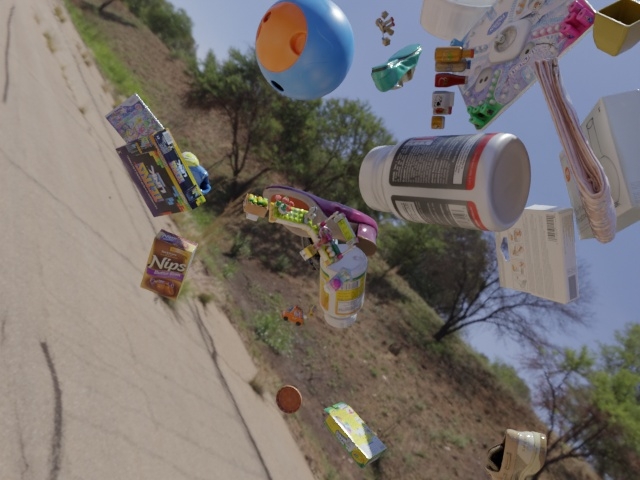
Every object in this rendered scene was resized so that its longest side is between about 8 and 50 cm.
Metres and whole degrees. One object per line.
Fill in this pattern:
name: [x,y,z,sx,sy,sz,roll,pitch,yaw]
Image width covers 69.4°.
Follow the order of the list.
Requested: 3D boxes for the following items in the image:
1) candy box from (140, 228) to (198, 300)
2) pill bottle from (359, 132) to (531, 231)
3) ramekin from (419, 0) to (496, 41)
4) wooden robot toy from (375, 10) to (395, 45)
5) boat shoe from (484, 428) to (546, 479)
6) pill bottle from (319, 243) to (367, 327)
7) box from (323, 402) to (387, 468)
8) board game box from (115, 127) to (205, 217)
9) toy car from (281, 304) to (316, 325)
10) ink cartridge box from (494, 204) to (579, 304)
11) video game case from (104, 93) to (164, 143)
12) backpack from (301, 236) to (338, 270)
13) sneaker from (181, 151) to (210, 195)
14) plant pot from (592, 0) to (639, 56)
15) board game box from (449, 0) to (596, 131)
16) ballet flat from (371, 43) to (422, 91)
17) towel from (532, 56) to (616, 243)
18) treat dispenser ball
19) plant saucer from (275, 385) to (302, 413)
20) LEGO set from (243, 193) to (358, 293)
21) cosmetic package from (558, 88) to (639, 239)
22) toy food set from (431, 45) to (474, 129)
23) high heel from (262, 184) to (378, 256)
candy box: [-0.424,0.071,1.289,0.109,0.187,0.053,23,28,-7]
pill bottle: [0.278,-0.142,1.094,0.362,0.210,0.210,12,-35,47]
ramekin: [0.487,-0.818,1.638,0.277,0.277,0.135,49,-30,30]
wooden robot toy: [0.279,-0.955,2.045,0.079,0.076,0.173,58,1,31]
boat shoe: [0.516,0.613,1.285,0.110,0.122,0.341,14,-46,12]
pill bottle: [0.055,0.122,1.177,0.117,0.117,0.209,48,-32,43]
box: [0.087,0.530,1.277,0.179,0.043,0.105,44,21,31]
board game box: [-0.342,-0.140,0.987,0.141,0.048,0.170,-7,-64,36]
toy car: [-0.050,0.166,1.116,0.060,0.041,0.122,28,14,11]
ink cartridge box: [0.693,0.033,1.502,0.261,0.066,0.297,17,-59,64]
video game case: [-0.411,-0.255,1.046,0.122,0.087,0.011,53,-2,-14]
backpack: [0.000,0.000,1.630,0.152,0.115,0.182,118,-42,-66]
sneaker: [-0.423,-0.159,1.448,0.126,0.091,0.240,40,-45,-2]
plant pot: [0.621,-0.435,0.958,0.081,0.081,0.083,56,-9,36]
board game box: [0.530,-0.575,1.321,0.050,0.390,0.390,18,47,-27]
ballet flat: [0.219,-0.479,1.304,0.083,0.247,0.087,6,-54,38]
towel: [0.538,-0.175,0.959,0.331,0.053,0.317,22,54,-52]
treat dispenser ball: [-0.045,-0.558,1.342,0.288,0.288,0.288,51,-5,6]
plant saucer: [-0.095,0.482,1.401,0.083,0.083,0.013,51,13,13]
LEGO set: [-0.022,-0.029,0.983,0.287,0.132,0.107,45,-36,-7]
cosmetic package: [0.767,-0.179,1.241,0.377,0.097,0.285,44,40,-72]
toy food set: [0.382,-0.443,1.343,0.111,0.104,0.233,-60,151,-57]
high heel: [0.003,-0.081,1.391,0.377,0.127,0.181,30,26,-15]
